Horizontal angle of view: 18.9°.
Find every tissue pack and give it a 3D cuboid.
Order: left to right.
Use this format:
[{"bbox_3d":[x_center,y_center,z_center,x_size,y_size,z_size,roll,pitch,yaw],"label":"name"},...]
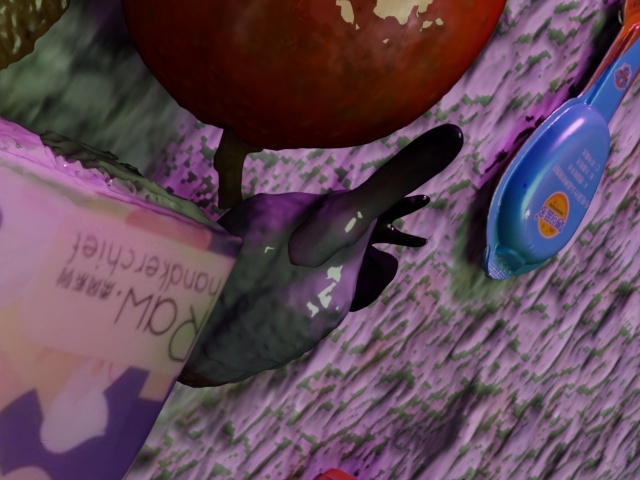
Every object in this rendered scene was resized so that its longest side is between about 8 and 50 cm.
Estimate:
[{"bbox_3d":[-0.205,0.101,0.954,0.242,0.125,0.343,23,96,-54],"label":"tissue pack"}]

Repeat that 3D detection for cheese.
[{"bbox_3d":[0.187,-0.079,1.372,0.256,0.037,0.106,-58,142,-9],"label":"cheese"}]

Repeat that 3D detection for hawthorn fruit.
[{"bbox_3d":[-0.007,-0.133,0.996,0.205,0.205,0.253,13,97,-50],"label":"hawthorn fruit"}]

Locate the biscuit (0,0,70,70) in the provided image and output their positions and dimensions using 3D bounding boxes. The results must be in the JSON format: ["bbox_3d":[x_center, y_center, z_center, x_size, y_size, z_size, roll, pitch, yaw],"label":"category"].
[{"bbox_3d":[-0.184,-0.159,0.928,0.188,0.027,0.187,-26,128,-38],"label":"biscuit"}]

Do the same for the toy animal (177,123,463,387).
[{"bbox_3d":[-0.017,0.013,1.084,0.195,0.090,0.324,-40,175,-4],"label":"toy animal"}]

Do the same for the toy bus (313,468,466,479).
[{"bbox_3d":[0.070,0.368,1.342,0.203,0.233,0.427,-33,134,-32],"label":"toy bus"}]
